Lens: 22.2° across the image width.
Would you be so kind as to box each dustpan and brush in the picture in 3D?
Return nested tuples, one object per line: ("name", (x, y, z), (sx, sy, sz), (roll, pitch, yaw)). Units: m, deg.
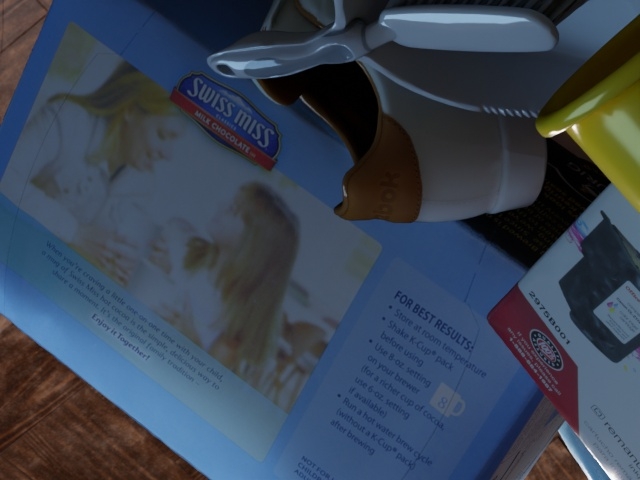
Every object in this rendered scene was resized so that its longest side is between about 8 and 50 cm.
("dustpan and brush", (0.040, -0.096, 0.707), (0.211, 0.060, 0.147), (4, 148, 38))

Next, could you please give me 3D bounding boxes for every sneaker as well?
("sneaker", (0.014, -0.143, 0.813), (0.106, 0.123, 0.290), (105, 151, -64))

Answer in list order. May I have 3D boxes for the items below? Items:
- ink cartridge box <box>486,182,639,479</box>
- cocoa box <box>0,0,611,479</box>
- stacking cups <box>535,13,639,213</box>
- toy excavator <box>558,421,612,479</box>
("ink cartridge box", (0.152, 0.030, 0.622), (0.127, 0.072, 0.175), (52, 156, 11))
("cocoa box", (0.000, 0.000, 0.970), (0.347, 0.231, 0.228), (36, -153, 15))
("stacking cups", (0.203, 0.050, 0.476), (0.316, 0.096, 0.096), (47, -175, -4))
("toy excavator", (0.239, 0.100, 1.142), (0.445, 0.222, 0.433), (62, -178, -1))
